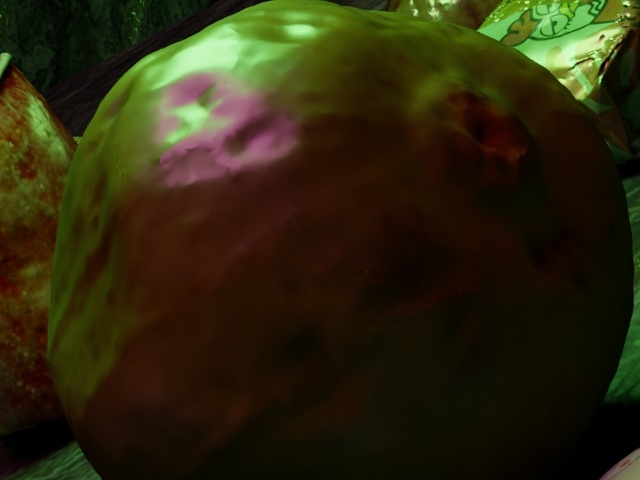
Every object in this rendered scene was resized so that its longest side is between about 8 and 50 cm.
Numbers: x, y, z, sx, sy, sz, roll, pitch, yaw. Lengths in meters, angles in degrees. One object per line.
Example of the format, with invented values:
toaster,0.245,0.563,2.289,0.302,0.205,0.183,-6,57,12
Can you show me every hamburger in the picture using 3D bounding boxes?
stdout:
hamburger,0.218,-0.158,1.542,0.214,0.125,0.235,13,57,44

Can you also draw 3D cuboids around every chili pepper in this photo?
chili pepper,-0.288,0.017,1.719,0.229,0.305,0.251,-21,21,43

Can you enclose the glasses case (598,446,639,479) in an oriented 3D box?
glasses case,0.141,0.169,0.789,0.113,0.075,0.297,-25,15,32

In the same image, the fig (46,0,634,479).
fig,0.001,0.040,1.065,0.343,0.343,0.343,-30,15,9

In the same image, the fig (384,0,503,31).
fig,0.135,-0.218,1.721,0.203,0.249,0.186,-26,-2,25

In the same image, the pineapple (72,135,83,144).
pineapple,-0.287,-0.023,2.123,0.193,0.166,0.166,-48,13,8
